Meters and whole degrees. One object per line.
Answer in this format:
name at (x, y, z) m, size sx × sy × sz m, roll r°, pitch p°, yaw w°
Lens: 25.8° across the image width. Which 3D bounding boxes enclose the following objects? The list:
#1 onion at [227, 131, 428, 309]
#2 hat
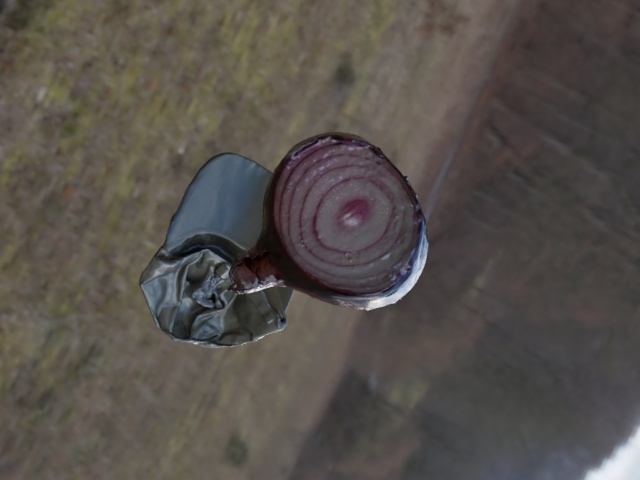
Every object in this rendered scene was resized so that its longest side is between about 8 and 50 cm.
onion at (0.000, 0.000, 1.461) m, size 0.218 × 0.195 × 0.140 m, roll -33°, pitch 174°, yaw -3°
hat at (-0.135, 0.020, 1.938) m, size 0.149 × 0.214 × 0.244 m, roll -30°, pitch -145°, yaw 49°
